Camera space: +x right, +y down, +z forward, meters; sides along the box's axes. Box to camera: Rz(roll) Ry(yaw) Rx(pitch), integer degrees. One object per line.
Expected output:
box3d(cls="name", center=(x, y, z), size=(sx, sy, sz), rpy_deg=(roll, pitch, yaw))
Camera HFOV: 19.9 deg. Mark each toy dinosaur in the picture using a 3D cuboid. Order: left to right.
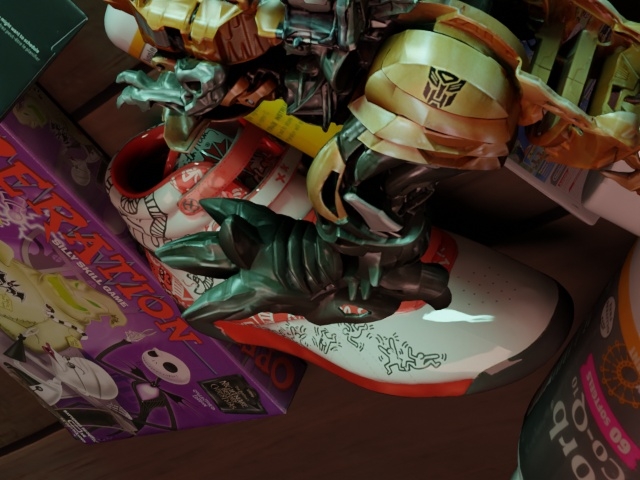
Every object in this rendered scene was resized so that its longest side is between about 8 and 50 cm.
box3d(cls="toy dinosaur", center=(0.025, -0.059, 0.671), size=(0.322, 0.164, 0.218), rpy_deg=(42, 155, 4))

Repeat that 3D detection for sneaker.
box3d(cls="sneaker", center=(-0.001, 0.001, 1.006), size=(0.270, 0.090, 0.145), rpy_deg=(9, 143, 37))

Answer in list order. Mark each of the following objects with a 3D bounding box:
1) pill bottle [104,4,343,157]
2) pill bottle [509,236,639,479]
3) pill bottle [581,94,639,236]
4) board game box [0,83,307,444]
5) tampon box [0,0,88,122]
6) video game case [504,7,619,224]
box3d(cls="pill bottle", center=(-0.020, -0.115, 0.864), size=(0.215, 0.117, 0.117), rpy_deg=(30, 144, -5))
box3d(cls="pill bottle", center=(0.199, 0.099, 0.967), size=(0.162, 0.162, 0.278), rpy_deg=(24, 144, 2))
box3d(cls="pill bottle", center=(0.259, -0.016, 0.790), size=(0.265, 0.153, 0.153), rpy_deg=(24, 145, 1))
box3d(cls="board game box", center=(-0.190, 0.004, 1.182), size=(0.208, 0.056, 0.347), rpy_deg=(-17, 127, 38))
box3d(cls="tampon box", center=(-0.205, -0.121, 0.922), size=(0.120, 0.101, 0.161), rpy_deg=(42, 177, -21))
box3d(cls="video game case", center=(0.115, -0.067, 0.844), size=(0.011, 0.087, 0.122), rpy_deg=(32, -178, 44))
